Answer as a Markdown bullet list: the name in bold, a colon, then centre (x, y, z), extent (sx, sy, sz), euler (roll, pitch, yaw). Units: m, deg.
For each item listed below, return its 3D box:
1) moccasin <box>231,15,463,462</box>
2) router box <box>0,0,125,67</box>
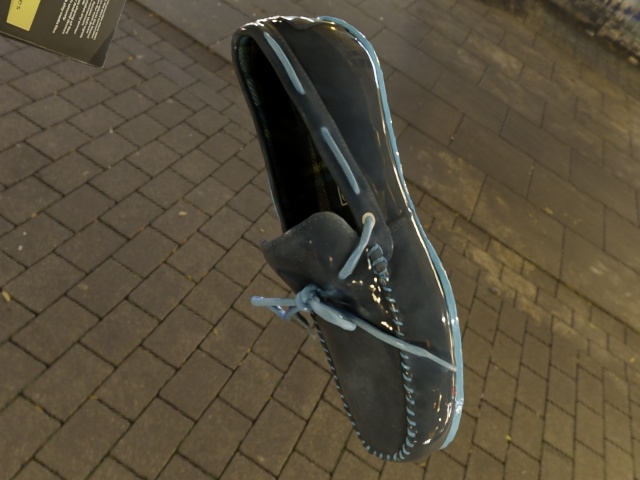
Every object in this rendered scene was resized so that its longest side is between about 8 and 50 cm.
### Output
- **moccasin**: centre (0.000, 0.000, 0.420), extent (0.117, 0.138, 0.341), euler (-8, 76, -41)
- **router box**: centre (-0.127, -0.249, 0.241), extent (0.081, 0.308, 0.243), euler (23, 8, -3)
